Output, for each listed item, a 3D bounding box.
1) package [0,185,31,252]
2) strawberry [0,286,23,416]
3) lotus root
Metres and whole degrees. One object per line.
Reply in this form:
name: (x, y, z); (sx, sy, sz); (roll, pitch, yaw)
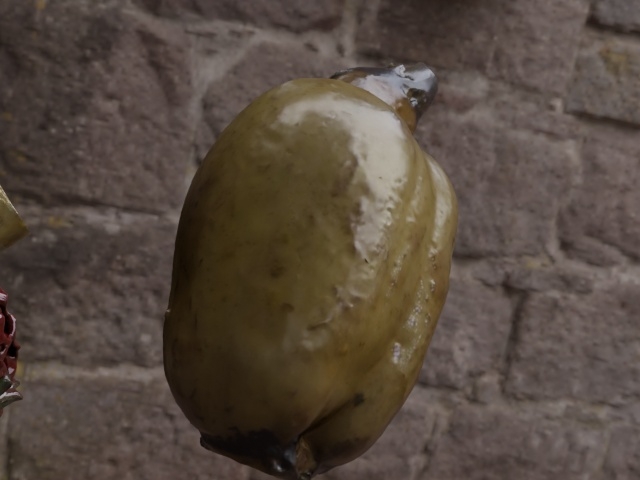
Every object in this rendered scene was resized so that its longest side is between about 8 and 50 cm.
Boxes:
package: (-0.524, -0.018, 1.196); (0.311, 0.221, 0.165); (-35, 14, -12)
strawberry: (-0.559, 0.120, 1.358); (0.295, 0.317, 0.345); (-29, 67, -24)
lotus root: (0.000, 0.000, 0.472); (0.118, 0.221, 0.125); (5, -26, 22)
